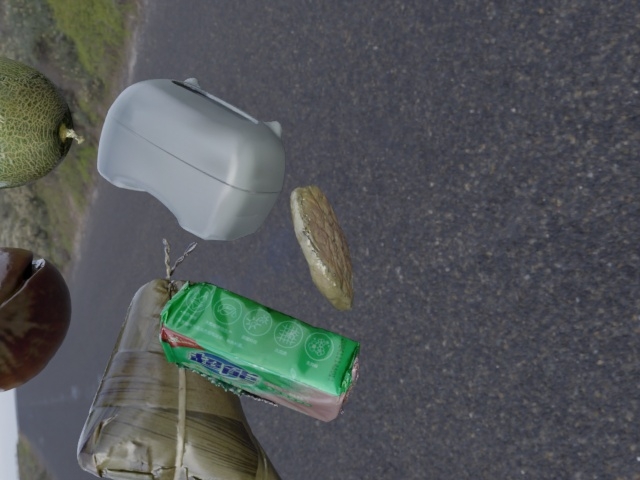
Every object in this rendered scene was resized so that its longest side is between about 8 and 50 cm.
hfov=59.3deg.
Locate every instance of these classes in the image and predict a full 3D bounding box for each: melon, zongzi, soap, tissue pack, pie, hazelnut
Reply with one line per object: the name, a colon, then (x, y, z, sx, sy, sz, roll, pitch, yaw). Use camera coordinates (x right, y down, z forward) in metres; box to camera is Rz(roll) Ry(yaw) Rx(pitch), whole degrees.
melon: (-0.342, -0.122, 0.585, 0.139, 0.193, 0.139, -172, 90, -89)
zongzi: (-0.215, 0.293, 1.219, 0.218, 0.467, 0.499, -38, 35, 55)
soap: (-0.082, 0.156, 0.794, 0.217, 0.274, 0.098, 103, -171, -56)
tissue pack: (-0.235, -0.167, 1.070, 0.333, 0.229, 0.235, 30, 105, 15)
pie: (0.003, -0.001, 0.891, 0.218, 0.052, 0.185, -94, -18, -51)
hazelnut: (-0.915, 0.240, 1.602, 0.402, 0.429, 0.402, 29, 151, 18)
